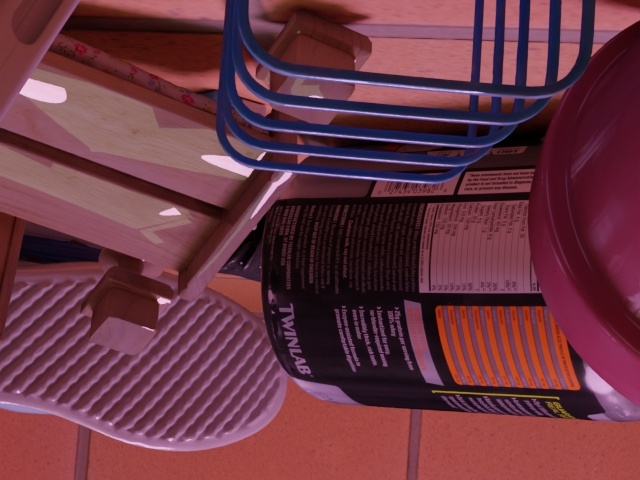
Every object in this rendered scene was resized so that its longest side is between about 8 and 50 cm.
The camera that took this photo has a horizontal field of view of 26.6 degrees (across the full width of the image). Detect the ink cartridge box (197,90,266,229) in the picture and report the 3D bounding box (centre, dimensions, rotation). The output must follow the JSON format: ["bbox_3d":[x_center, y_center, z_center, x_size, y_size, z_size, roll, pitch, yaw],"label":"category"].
[{"bbox_3d":[-0.064,-0.050,0.881,0.028,0.083,0.048,-4,169,43],"label":"ink cartridge box"}]

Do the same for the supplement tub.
[{"bbox_3d":[0.133,0.024,0.927,0.316,0.194,0.193,0,172,32],"label":"supplement tub"}]

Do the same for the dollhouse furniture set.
[{"bbox_3d":[-0.190,-0.096,0.788,0.303,0.174,0.355,20,137,-23],"label":"dollhouse furniture set"}]

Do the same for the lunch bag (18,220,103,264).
[{"bbox_3d":[-0.268,-0.015,1.164,0.243,0.115,0.303,7,171,-8],"label":"lunch bag"}]

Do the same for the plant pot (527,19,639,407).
[{"bbox_3d":[0.194,-0.034,0.536,0.201,0.201,0.180,4,158,1],"label":"plant pot"}]

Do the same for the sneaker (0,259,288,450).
[{"bbox_3d":[-0.207,0.069,1.026,0.365,0.135,0.150,14,180,-23],"label":"sneaker"}]

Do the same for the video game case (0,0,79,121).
[{"bbox_3d":[-0.128,-0.078,0.418,0.190,0.173,0.022,-3,140,42],"label":"video game case"}]

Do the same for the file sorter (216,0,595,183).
[{"bbox_3d":[0.023,-0.087,0.487,0.118,0.105,0.170,4,172,-6],"label":"file sorter"}]

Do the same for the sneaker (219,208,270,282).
[{"bbox_3d":[0.000,0.000,1.145,0.295,0.105,0.147,6,178,14],"label":"sneaker"}]
